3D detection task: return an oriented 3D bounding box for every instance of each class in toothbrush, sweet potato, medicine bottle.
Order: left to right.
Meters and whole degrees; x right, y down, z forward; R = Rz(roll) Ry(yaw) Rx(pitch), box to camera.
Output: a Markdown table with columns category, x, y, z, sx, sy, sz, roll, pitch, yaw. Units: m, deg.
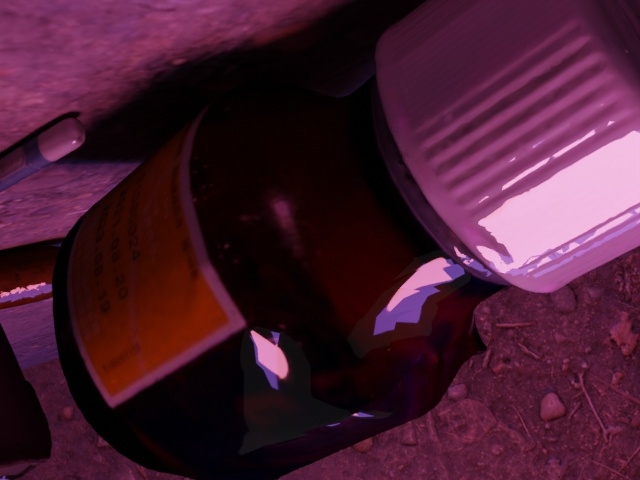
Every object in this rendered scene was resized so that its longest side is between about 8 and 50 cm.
| category | x | y | z | sx | sy | sz | roll | pitch | yaw |
| --- | --- | --- | --- | --- | --- | --- | --- | --- | --- |
| toothbrush | -0.247 | -0.024 | 0.556 | 0.276 | 0.019 | 0.025 | -22 | 165 | 36 |
| sweet potato | -0.325 | 0.044 | 0.789 | 0.265 | 0.057 | 0.057 | -13 | 173 | -23 |
| medicine bottle | 0.034 | -0.004 | 0.505 | 0.395 | 0.242 | 0.243 | -27 | 170 | 32 |

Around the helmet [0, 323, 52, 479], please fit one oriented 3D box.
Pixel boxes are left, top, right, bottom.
| category | x | y | z | sx | sy | sz | roll | pitch | yaw |
| --- | --- | --- | --- | --- | --- | --- | --- | --- | --- |
| helmet | -0.313 | 0.076 | 0.442 | 0.271 | 0.197 | 0.338 | -23 | -173 | -40 |
